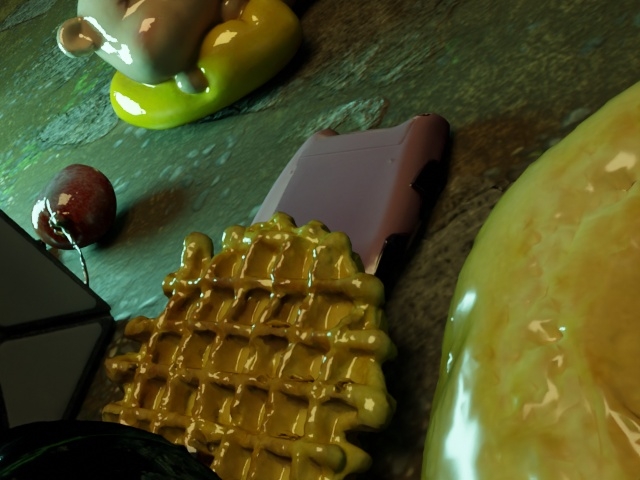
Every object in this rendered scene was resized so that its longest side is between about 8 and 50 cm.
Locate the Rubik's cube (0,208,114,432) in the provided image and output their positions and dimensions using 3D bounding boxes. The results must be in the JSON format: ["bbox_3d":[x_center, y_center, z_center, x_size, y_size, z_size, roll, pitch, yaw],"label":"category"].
[{"bbox_3d":[-0.398,0.116,0.836,0.260,0.259,0.255,-11,45,30],"label":"Rubik's cube"}]

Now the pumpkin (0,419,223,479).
[{"bbox_3d":[-0.159,0.240,0.478,0.315,0.238,0.315,-30,36,24],"label":"pumpkin"}]

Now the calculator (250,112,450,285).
[{"bbox_3d":[-0.001,-0.001,0.765,0.194,0.043,0.294,-1,52,42],"label":"calculator"}]

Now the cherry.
[{"bbox_3d":[-0.300,-0.005,1.027,0.107,0.090,0.226,-15,49,15],"label":"cherry"}]

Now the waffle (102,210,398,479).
[{"bbox_3d":[-0.063,0.106,0.658,0.283,0.065,0.309,-42,40,13],"label":"waffle"}]

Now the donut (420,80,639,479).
[{"bbox_3d":[0.227,0.079,0.318,0.448,0.198,0.449,-26,38,22],"label":"donut"}]

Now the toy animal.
[{"bbox_3d":[-0.160,-0.320,1.097,0.277,0.247,0.345,10,58,47],"label":"toy animal"}]

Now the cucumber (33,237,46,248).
[{"bbox_3d":[-0.362,0.040,1.080,0.034,0.033,0.135,-8,35,-11],"label":"cucumber"}]
